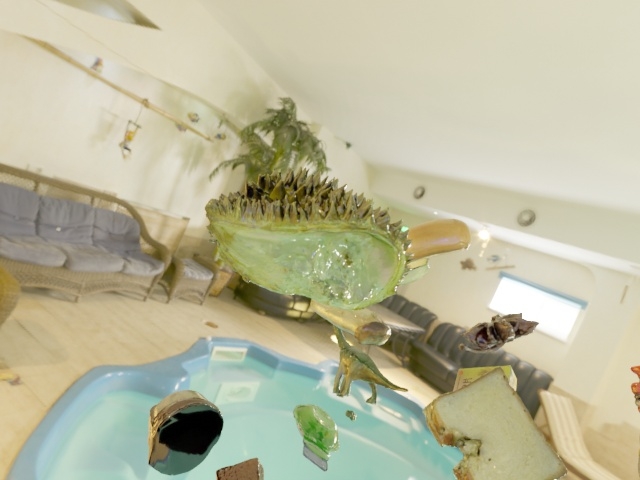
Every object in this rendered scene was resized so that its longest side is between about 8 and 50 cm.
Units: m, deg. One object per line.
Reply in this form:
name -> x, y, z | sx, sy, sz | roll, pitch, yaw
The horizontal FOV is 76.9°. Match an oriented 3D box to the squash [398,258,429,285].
squash -> 0.333, 0.109, 1.529 | 0.085, 0.192, 0.184 | 61, 21, -16

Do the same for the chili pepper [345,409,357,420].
chili pepper -> 0.085, 0.477, 1.095 | 0.022, 0.027, 0.083 | -9, -31, 13

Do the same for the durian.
durian -> -0.004, -0.006, 0.671 | 0.394, 0.198, 0.163 | 14, 24, -34

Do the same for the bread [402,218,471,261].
bread -> 0.332, -0.009, 1.199 | 0.217, 0.098, 0.147 | -13, 9, 0

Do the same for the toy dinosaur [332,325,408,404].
toy dinosaur -> 0.117, 0.319, 1.208 | 0.087, 0.300, 0.447 | 34, -30, -29

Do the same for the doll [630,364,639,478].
doll -> 0.444, 0.261, 0.513 | 0.104, 0.194, 0.062 | 18, -29, -30

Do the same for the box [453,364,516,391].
box -> 0.503, 0.503, 1.255 | 0.175, 0.062, 0.260 | -18, 17, 35

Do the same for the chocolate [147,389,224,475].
chocolate -> -0.517, 0.680, 1.481 | 0.186, 0.283, 0.284 | 19, -3, 45

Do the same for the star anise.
star anise -> 0.504, 0.272, 1.173 | 0.089, 0.231, 0.209 | 64, 3, 15

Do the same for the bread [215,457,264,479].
bread -> -0.243, 0.936, 1.291 | 0.165, 0.113, 0.416 | -14, 36, -7

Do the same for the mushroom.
mushroom -> 0.074, 0.208, 1.115 | 0.100, 0.081, 0.312 | 18, -1, -28

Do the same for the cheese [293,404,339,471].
cheese -> -0.015, 0.650, 1.353 | 0.204, 0.083, 0.320 | 39, 5, -2

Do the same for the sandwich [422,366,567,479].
sandwich -> 0.408, 0.481, 0.972 | 0.249, 0.095, 0.273 | -15, 56, -19
